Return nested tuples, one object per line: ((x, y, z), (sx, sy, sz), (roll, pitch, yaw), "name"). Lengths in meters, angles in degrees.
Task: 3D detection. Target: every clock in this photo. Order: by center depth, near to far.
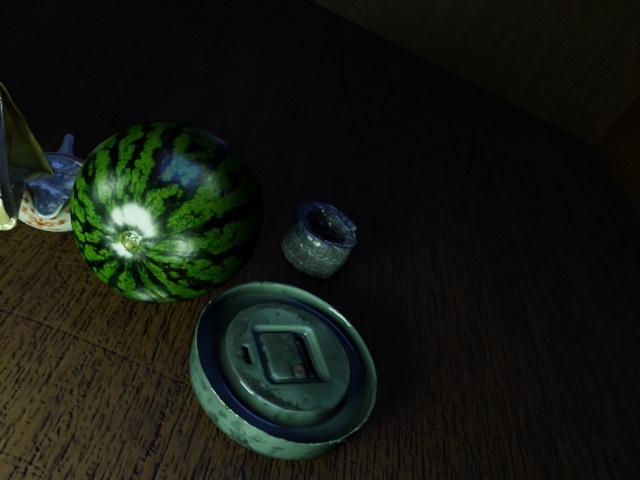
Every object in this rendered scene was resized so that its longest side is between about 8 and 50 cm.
((-0.056, 0.197, 0.885), (0.312, 0.061, 0.313), (20, 36, -15), "clock")

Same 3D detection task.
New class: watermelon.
((-0.234, -0.042, 0.863), (0.285, 0.285, 0.285), (19, 36, -15), "watermelon")

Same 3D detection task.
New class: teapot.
((-0.441, -0.091, 0.929), (0.159, 0.116, 0.246), (-3, 48, -19), "teapot")

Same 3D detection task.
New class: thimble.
((-0.002, -0.001, 1.145), (0.150, 0.098, 0.150), (19, 37, -15), "thimble")

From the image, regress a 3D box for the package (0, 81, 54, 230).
((-0.562, -0.104, 0.738), (0.311, 0.221, 0.165), (5, 60, 0), "package")
